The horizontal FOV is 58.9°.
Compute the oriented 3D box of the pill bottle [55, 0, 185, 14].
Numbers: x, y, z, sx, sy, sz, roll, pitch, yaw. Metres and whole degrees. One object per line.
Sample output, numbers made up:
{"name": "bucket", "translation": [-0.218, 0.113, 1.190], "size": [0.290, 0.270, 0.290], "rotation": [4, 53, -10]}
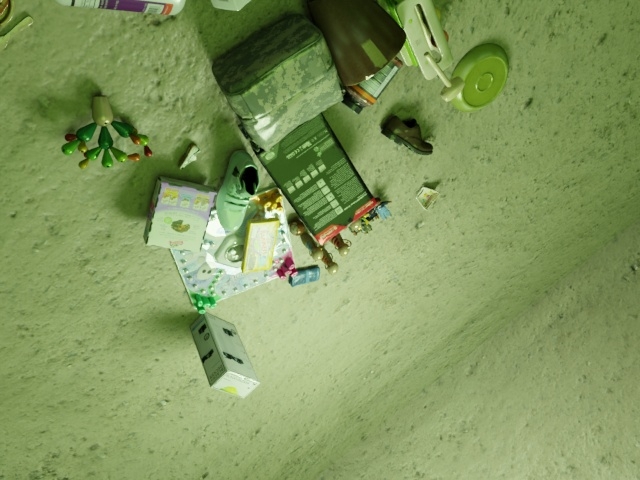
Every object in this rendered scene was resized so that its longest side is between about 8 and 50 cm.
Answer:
{"name": "pill bottle", "translation": [-0.448, -0.575, 1.173], "size": [0.323, 0.181, 0.181], "rotation": [-5, 129, -27]}

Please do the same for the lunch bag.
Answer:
{"name": "lunch bag", "translation": [-0.102, -0.401, 1.504], "size": [0.305, 0.212, 0.256], "rotation": [-33, 136, -1]}

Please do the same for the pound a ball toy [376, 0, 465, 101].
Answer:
{"name": "pound a ball toy", "translation": [0.311, -0.577, 1.607], "size": [0.136, 0.208, 0.319], "rotation": [-38, 135, 3]}

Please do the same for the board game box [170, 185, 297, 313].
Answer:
{"name": "board game box", "translation": [-0.279, 0.044, 1.894], "size": [0.390, 0.050, 0.390], "rotation": [-22, 134, -14]}

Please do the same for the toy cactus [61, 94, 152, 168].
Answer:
{"name": "toy cactus", "translation": [-0.547, -0.277, 1.445], "size": [0.219, 0.112, 0.180], "rotation": [-8, 111, -22]}

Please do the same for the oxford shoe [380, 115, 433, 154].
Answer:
{"name": "oxford shoe", "translation": [0.311, -0.350, 1.892], "size": [0.227, 0.083, 0.096], "rotation": [18, 111, -41]}

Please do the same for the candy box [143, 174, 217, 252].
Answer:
{"name": "candy box", "translation": [-0.412, -0.074, 1.657], "size": [0.165, 0.070, 0.196], "rotation": [11, 106, -29]}

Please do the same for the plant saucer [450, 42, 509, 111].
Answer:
{"name": "plant saucer", "translation": [0.541, -0.536, 1.902], "size": [0.241, 0.037, 0.241], "rotation": [-16, 132, -18]}

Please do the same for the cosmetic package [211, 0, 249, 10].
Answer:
{"name": "cosmetic package", "translation": [-0.174, -0.732, 1.189], "size": [0.284, 0.097, 0.377], "rotation": [-47, 141, -24]}

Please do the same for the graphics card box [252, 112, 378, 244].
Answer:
{"name": "graphics card box", "translation": [-0.012, -0.195, 1.750], "size": [0.233, 0.094, 0.371], "rotation": [-36, 119, 1]}

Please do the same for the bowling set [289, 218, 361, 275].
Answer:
{"name": "bowling set", "translation": [0.000, 0.000, 1.946], "size": [0.200, 0.154, 0.287], "rotation": [-5, 128, -29]}

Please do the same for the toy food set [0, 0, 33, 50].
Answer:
{"name": "toy food set", "translation": [-0.711, -0.495, 1.185], "size": [0.132, 0.038, 0.192], "rotation": [-37, 136, 2]}

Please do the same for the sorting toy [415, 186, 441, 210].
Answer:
{"name": "sorting toy", "translation": [0.396, -0.167, 2.128], "size": [0.075, 0.045, 0.083], "rotation": [26, 111, -35]}

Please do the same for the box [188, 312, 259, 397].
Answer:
{"name": "box", "translation": [-0.340, 0.398, 1.984], "size": [0.087, 0.290, 0.169], "rotation": [-45, 136, 10]}

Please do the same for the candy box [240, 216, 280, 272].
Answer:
{"name": "candy box", "translation": [-0.199, 0.016, 1.862], "size": [0.105, 0.027, 0.206], "rotation": [-9, 131, -29]}

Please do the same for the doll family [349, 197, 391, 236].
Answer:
{"name": "doll family", "translation": [0.169, -0.089, 2.038], "size": [0.193, 0.076, 0.111], "rotation": [-40, 132, -2]}

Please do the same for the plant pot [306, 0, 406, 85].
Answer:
{"name": "plant pot", "translation": [0.075, -0.571, 1.497], "size": [0.215, 0.215, 0.230], "rotation": [-41, 121, 6]}

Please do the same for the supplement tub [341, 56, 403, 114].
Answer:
{"name": "supplement tub", "translation": [0.145, -0.471, 1.671], "size": [0.106, 0.106, 0.198], "rotation": [23, 113, -41]}

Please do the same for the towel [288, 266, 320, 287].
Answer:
{"name": "towel", "translation": [-0.059, 0.134, 2.116], "size": [0.119, 0.029, 0.067], "rotation": [-10, 130, -23]}

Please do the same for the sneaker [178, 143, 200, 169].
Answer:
{"name": "sneaker", "translation": [-0.372, -0.232, 1.616], "size": [0.037, 0.032, 0.083], "rotation": [25, 112, -42]}

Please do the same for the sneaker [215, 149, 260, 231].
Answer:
{"name": "sneaker", "translation": [-0.243, -0.126, 1.666], "size": [0.094, 0.151, 0.256], "rotation": [4, 112, -23]}
